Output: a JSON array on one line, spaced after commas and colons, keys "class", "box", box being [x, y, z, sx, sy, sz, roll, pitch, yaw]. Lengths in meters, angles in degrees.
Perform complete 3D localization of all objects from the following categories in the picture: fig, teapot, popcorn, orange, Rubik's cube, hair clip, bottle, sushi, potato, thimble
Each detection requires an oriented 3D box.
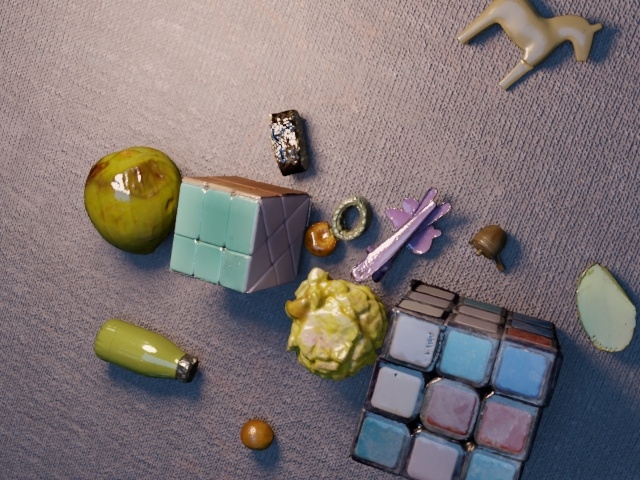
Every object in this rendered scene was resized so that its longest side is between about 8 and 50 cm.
[{"class": "fig", "box": [-0.440, -0.088, 2.014, 0.239, 0.239, 0.271, 3, 125, 15]}, {"class": "teapot", "box": [0.388, 0.018, 1.893, 0.080, 0.085, 0.110, -45, 114, -7]}, {"class": "popcorn", "box": [0.036, 0.189, 1.920, 0.259, 0.212, 0.259, -1, 85, 13]}, {"class": "orange", "box": [-0.157, 0.484, 2.072, 0.085, 0.085, 0.085, 2, 97, 15]}, {"class": "Rubik's cube", "box": [0.298, 0.317, 1.783, 0.363, 0.362, 0.359, 18, 97, 12]}, {"class": "hair clip", "box": [0.179, -0.009, 1.929, 0.278, 0.090, 0.137, -43, 72, 8]}, {"class": "bottle", "box": [-0.435, 0.286, 2.107, 0.260, 0.112, 0.112, 18, 101, 13]}, {"class": "orange", "box": [0.000, 0.000, 1.983, 0.086, 0.062, 0.086, 1, 72, -3]}, {"class": "sushi", "box": [-0.075, -0.229, 1.965, 0.078, 0.090, 0.150, -11, 92, 12]}, {"class": "potato", "box": [0.625, 0.146, 1.839, 0.119, 0.054, 0.198, -25, 85, 17]}, {"class": "thimble", "box": [0.074, -0.054, 1.957, 0.084, 0.062, 0.110, 19, 101, 13]}, {"class": "Rubik's cube", "box": [-0.182, -0.019, 1.925, 0.224, 0.221, 0.231, 15, 102, 28]}]

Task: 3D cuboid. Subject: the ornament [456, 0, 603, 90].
[{"class": "ornament", "box": [0.460, -0.441, 1.810, 0.245, 0.061, 0.230, -40, 87, 19]}]
